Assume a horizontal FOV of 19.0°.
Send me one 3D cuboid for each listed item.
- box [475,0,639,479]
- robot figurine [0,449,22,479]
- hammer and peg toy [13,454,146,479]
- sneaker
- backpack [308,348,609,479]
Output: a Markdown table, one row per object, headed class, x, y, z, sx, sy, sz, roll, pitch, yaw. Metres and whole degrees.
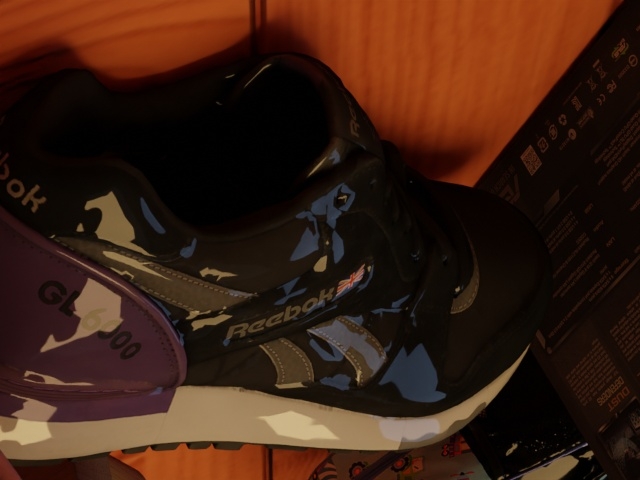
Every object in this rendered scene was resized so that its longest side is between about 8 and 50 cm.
| class | x | y | z | sx | sy | sz | roll | pitch | yaw |
| --- | --- | --- | --- | --- | --- | --- | --- | --- | --- |
| box | 0.164 | -0.005 | 0.709 | 0.059 | 0.183 | 0.232 | -12 | 152 | -36 |
| robot figurine | -0.117 | 0.206 | 0.414 | 0.300 | 0.200 | 0.353 | -9 | 122 | -27 |
| hammer and peg toy | -0.203 | 0.217 | 0.681 | 0.361 | 0.266 | 0.127 | -36 | 135 | 19 |
| sneaker | 0.000 | 0.000 | 0.635 | 0.283 | 0.107 | 0.124 | -6 | 142 | -45 |
| backpack | 0.068 | 0.111 | 0.928 | 0.173 | 0.117 | 0.158 | -29 | 158 | -2 |
